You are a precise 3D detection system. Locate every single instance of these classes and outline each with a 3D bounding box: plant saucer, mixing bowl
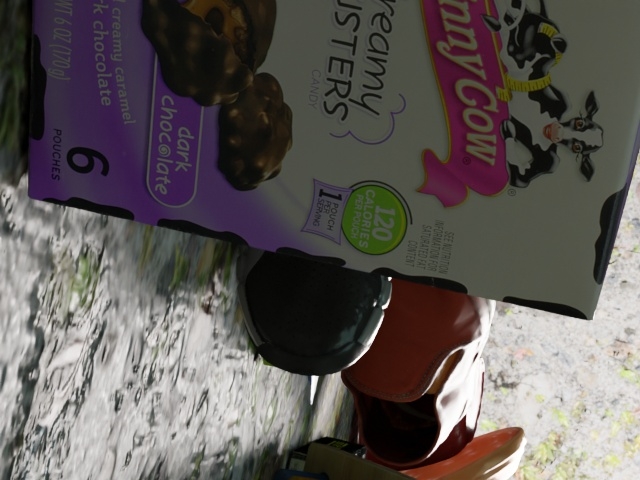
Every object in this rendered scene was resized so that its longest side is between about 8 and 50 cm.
[{"bbox_3d":[0.119,0.244,1.710,0.037,0.200,0.200,66,10,2],"label":"plant saucer"},{"bbox_3d":[0.108,0.153,1.702,0.181,0.098,0.181,8,90,-75],"label":"mixing bowl"}]

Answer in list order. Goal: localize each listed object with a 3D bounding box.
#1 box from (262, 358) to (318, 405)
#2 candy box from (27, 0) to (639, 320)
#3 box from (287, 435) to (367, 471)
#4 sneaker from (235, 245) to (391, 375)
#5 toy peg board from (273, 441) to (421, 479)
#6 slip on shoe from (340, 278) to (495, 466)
[{"bbox_3d":[0.000,0.000,1.070,0.109,0.042,0.178,89,17,-54],"label":"box"},{"bbox_3d":[0.011,-0.078,0.543,0.070,0.196,0.164,-62,162,-59],"label":"candy box"},{"bbox_3d":[-0.010,0.259,1.374,0.184,0.045,0.190,14,88,-83],"label":"box"},{"bbox_3d":[-0.003,-0.051,0.903,0.132,0.086,0.228,83,11,-53],"label":"sneaker"},{"bbox_3d":[-0.006,0.229,1.183,0.161,0.079,0.161,11,-93,59],"label":"toy peg board"},{"bbox_3d":[0.067,0.075,1.338,0.101,0.123,0.331,-59,159,-29],"label":"slip on shoe"}]
